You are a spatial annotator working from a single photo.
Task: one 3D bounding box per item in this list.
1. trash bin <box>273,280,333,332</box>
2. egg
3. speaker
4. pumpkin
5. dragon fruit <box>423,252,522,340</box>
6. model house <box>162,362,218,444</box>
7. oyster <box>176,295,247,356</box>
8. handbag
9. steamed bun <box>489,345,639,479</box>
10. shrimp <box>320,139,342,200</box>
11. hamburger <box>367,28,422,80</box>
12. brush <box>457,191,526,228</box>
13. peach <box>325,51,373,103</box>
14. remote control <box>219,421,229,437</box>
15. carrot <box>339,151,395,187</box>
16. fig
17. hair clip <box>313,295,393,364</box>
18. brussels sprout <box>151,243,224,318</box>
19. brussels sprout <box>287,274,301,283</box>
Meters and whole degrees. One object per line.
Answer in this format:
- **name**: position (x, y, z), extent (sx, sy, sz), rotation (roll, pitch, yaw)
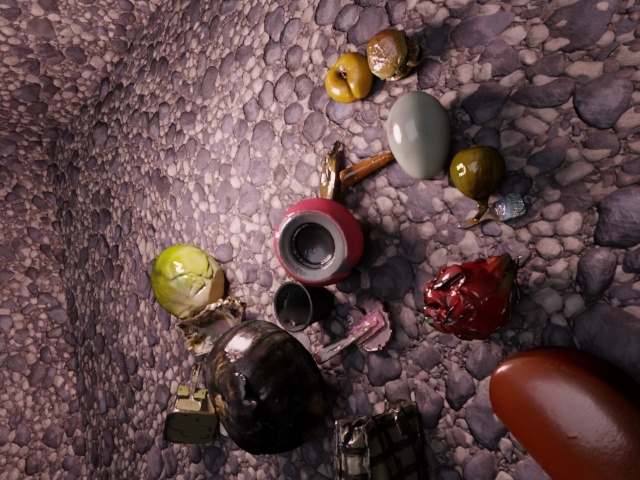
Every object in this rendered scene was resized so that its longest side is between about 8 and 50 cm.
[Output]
- **trash bin**: position (-0.044, 0.222, 1.516), extent (0.176, 0.161, 0.175), rotation (-2, 88, 40)
- **egg**: position (0.292, -0.309, 1.299), extent (0.183, 0.183, 0.263), rotation (-15, 84, 36)
- **speaker**: position (0.000, 0.000, 1.438), extent (0.295, 0.294, 0.293), rotation (-5, 82, 38)
- **pumpkin**: position (-0.184, 0.485, 1.470), extent (0.455, 0.344, 0.453), rotation (29, 131, 41)
- **dragon fruit**: position (0.398, 0.133, 1.137), extent (0.233, 0.234, 0.293), rotation (50, 118, 31)
- **model house**: position (-0.529, 0.676, 1.855), extent (0.278, 0.205, 0.218), rotation (-98, 26, -56)
- **oyster**: position (-0.427, 0.341, 1.811), extent (0.355, 0.201, 0.107), rotation (-29, 23, 20)
- **handbag**: position (0.170, 0.630, 1.198), extent (0.163, 0.325, 0.326), rotation (-9, 80, 35)
- **steamed bun**: position (0.580, 0.388, 0.959), extent (0.379, 0.235, 0.248), rotation (50, 117, 31)
- **shrimp**: position (0.036, -0.236, 1.529), extent (0.059, 0.145, 0.254), rotation (11, 91, -6)
- **hamburger**: position (0.236, -0.589, 1.407), extent (0.185, 0.131, 0.159), rotation (33, 108, 32)
- **brush**: position (0.473, -0.071, 1.233), extent (0.196, 0.021, 0.070), rotation (-25, 68, 34)
- **peach**: position (0.100, -0.560, 1.528), extent (0.179, 0.103, 0.179), rotation (-2, 86, 37)
- **remote control**: position (-0.381, 0.679, 1.803), extent (0.098, 0.045, 0.255), rotation (1, 88, 42)
- **carrot**: position (0.164, -0.247, 1.477), extent (0.210, 0.061, 0.061), rotation (-24, 71, 29)
- **fig**: position (0.442, -0.168, 1.207), extent (0.142, 0.148, 0.186), rotation (-24, 105, 20)
- **hair clip**: position (0.109, 0.313, 1.443), extent (0.300, 0.069, 0.172), rotation (-37, 65, 18)
- **brussels sprout**: position (-0.563, 0.170, 1.882), extent (0.344, 0.268, 0.343), rotation (9, 110, 27)
- **brussels sprout**: position (-0.073, 0.127, 1.619), extent (0.085, 0.058, 0.085), rotation (-10, 53, 13)
